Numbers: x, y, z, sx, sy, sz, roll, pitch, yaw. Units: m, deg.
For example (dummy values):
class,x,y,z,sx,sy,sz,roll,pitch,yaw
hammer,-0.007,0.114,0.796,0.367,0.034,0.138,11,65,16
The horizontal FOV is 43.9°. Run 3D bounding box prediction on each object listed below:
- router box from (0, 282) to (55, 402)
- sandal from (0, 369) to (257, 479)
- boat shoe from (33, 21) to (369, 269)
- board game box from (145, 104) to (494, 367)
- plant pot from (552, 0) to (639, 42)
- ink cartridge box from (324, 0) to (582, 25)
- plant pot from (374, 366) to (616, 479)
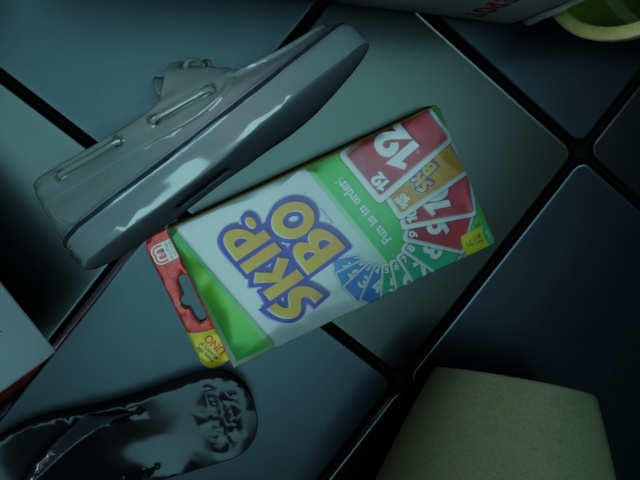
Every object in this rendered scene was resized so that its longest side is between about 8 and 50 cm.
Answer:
class,x,y,z,sx,sy,sz,roll,pitch,yaw
router box,-0.370,0.027,0.418,0.335,0.082,0.301,52,49,-1
sandal,-0.173,0.172,0.620,0.254,0.054,0.097,-25,100,-5
boat shoe,-0.089,-0.089,0.587,0.267,0.096,0.088,-37,86,1
board game box,0.000,0.000,0.640,0.259,0.039,0.124,-25,99,-3
plant pot,0.340,-0.246,0.565,0.253,0.276,0.276,11,95,-21
ink cartridge box,-0.003,-0.251,0.479,0.394,0.285,0.166,4,96,-10
plant pot,0.129,0.243,0.600,0.256,0.256,0.274,14,79,-10
